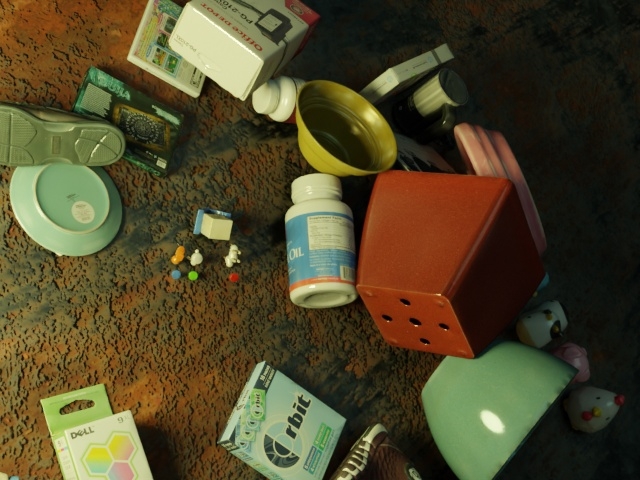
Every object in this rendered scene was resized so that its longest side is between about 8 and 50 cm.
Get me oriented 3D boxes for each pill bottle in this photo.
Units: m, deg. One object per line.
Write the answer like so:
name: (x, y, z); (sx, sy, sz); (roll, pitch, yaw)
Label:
pill bottle: (0.000, 0.000, 1.874); (0.124, 0.124, 0.221); (10, 65, -33)
pill bottle: (-0.047, -0.262, 1.974); (0.152, 0.086, 0.086); (3, 69, -34)

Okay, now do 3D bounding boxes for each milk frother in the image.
milk frother: (0.252, -0.261, 2.157); (0.143, 0.135, 0.129); (-2, 68, -44)

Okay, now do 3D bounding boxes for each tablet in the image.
tablet: (-0.423, -0.020, 1.648); (0.083, 0.006, 0.054); (43, 51, -14)

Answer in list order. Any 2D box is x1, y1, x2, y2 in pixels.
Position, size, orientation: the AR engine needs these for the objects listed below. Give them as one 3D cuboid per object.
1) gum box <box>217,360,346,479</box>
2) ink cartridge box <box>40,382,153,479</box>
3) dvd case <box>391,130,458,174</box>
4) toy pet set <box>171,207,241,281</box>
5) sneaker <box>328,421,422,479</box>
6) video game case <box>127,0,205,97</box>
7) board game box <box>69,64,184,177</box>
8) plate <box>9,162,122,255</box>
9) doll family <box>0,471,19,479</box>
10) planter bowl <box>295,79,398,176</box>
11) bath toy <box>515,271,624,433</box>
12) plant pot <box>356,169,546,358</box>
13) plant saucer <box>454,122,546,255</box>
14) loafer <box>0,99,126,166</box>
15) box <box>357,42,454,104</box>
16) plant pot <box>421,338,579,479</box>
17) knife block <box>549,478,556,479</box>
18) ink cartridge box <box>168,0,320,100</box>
gum box: (-0.061, 0.316, 1.748); (0.184, 0.041, 0.157); (38, 54, -17)
ink cartridge box: (-0.322, 0.314, 1.544); (0.109, 0.062, 0.209); (-12, 78, -38)
dvd case: (0.190, -0.149, 2.045); (0.179, 0.029, 0.238); (18, 21, -29)
toy pet set: (-0.197, 0.006, 1.784); (0.122, 0.065, 0.114); (6, 103, -31)
sneaker: (0.093, 0.423, 1.720); (0.162, 0.106, 0.281); (39, 36, 5)
video game case: (-0.262, -0.353, 1.899); (0.143, 0.019, 0.157); (28, 58, -24)
board game box: (-0.328, -0.200, 1.781); (0.186, 0.026, 0.126); (28, 56, -24)
plate: (-0.397, -0.066, 1.669); (0.188, 0.024, 0.188); (18, 57, -31)
doll family: (-0.515, 0.387, 1.359); (0.163, 0.118, 0.262); (22, 77, -35)
planter bowl: (0.027, -0.182, 1.915); (0.217, 0.090, 0.217); (23, 43, -23)
bath toy: (0.497, 0.232, 2.137); (0.151, 0.129, 0.348); (-30, 91, -40)
plant pot: (0.210, 0.055, 1.867); (0.235, 0.267, 0.267); (-60, 140, -31)
plant saucer: (0.358, -0.084, 2.065); (0.332, 0.084, 0.332); (-21, 90, -84)
loafer: (-0.444, -0.169, 1.651); (0.268, 0.096, 0.084); (6, 25, -24)
box: (0.162, -0.324, 2.115); (0.186, 0.145, 0.038); (-29, 88, -41)
plant pot: (0.299, 0.287, 1.899); (0.195, 0.290, 0.290); (39, 48, 16)
knife block: (0.445, 0.597, 1.971); (0.242, 0.088, 0.275); (22, 60, -26)
ink cartridge box: (-0.134, -0.380, 1.900); (0.172, 0.100, 0.237); (37, 41, 2)
